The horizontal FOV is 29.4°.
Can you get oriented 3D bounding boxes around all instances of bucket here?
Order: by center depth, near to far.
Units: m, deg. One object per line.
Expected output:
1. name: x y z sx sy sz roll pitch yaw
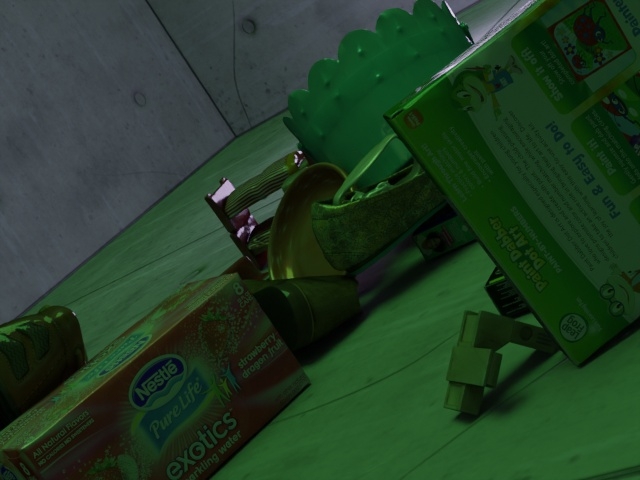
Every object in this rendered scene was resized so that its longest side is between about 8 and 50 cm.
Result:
1. bucket: 0.112 -0.164 1.632 0.281 0.183 0.281 -31 -16 -10

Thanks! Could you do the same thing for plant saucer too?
1. plant saucer: 0.000 0.000 1.572 0.037 0.200 0.200 11 -17 -33

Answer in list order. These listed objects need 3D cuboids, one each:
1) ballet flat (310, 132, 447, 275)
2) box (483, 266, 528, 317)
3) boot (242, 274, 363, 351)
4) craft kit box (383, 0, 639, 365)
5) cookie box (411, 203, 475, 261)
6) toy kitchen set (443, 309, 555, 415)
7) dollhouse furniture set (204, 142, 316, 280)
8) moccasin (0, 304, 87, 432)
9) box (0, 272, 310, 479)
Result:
1. ballet flat: 0.138 -0.095 1.441 0.348 0.123 0.123 -34 11 -7
2. box: 0.265 -0.014 1.149 0.191 0.045 0.184 -25 16 33
3. boot: -0.053 0.091 1.509 0.115 0.112 0.305 -16 5 -29
4. craft kit box: 0.220 -0.074 0.948 0.247 0.250 0.061 -38 10 -1
5. cookie box: 0.173 -0.028 1.462 0.107 0.040 0.092 -27 13 31
6. toy kitchen set: 0.153 0.105 0.989 0.068 0.075 0.083 172 113 -72
7. dollhouse furniture set: -0.074 -0.031 1.872 0.201 0.152 0.374 -30 12 16
8. moccasin: -0.322 0.182 1.450 0.147 0.139 0.380 -34 -24 -23
9. box: -0.180 0.181 1.275 0.300 0.154 0.142 -39 13 -32
